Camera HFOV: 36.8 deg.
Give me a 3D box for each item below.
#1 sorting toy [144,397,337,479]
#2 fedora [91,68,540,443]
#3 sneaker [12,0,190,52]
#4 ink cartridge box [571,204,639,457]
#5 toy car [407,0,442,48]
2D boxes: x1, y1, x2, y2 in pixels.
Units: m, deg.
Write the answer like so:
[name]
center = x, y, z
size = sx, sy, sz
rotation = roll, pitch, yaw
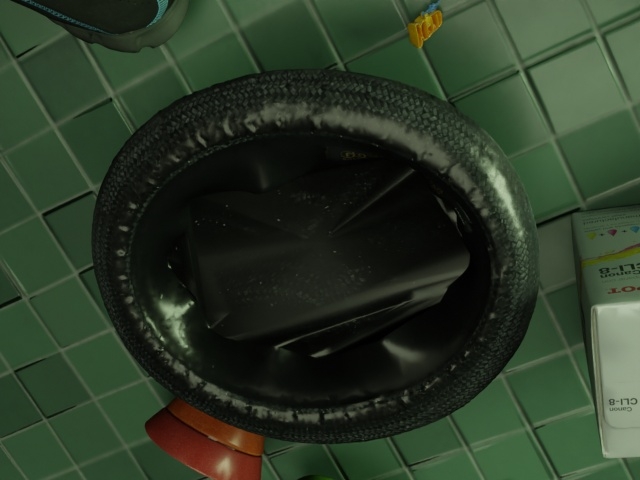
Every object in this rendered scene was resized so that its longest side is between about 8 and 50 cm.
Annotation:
[sorting toy]
center = 0.028, 0.199, 0.885
size = 0.365, 0.127, 0.126
rotation = 27, 86, -6
[fedora]
center = 0.000, 0.000, 0.753
size = 0.334, 0.152, 0.334
rotation = 4, 115, 9
[sneaker]
center = -0.260, -0.240, 0.686
size = 0.340, 0.139, 0.125
rotation = 13, 83, -1
[ink cartridge box]
center = 0.262, 0.060, 0.720
size = 0.128, 0.176, 0.127
rotation = -6, 113, 12
[toy car]
center = 0.052, -0.210, 0.727
size = 0.040, 0.060, 0.122
rotation = -42, 127, -20
